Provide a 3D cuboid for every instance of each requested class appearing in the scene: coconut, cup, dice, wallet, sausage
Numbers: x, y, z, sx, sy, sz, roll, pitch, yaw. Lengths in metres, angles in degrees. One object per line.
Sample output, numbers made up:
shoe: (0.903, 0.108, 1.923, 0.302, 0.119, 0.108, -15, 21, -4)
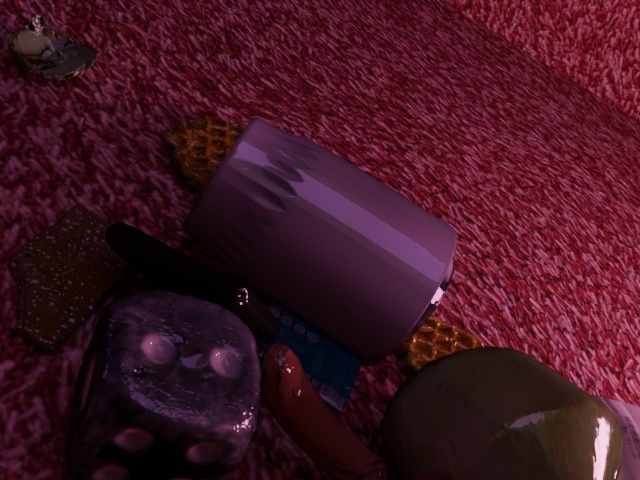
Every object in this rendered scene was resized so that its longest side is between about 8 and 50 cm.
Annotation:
coconut: (0.247, 0.295, 1.005, 0.328, 0.281, 0.328, 43, -1, 1)
cup: (0.000, 0.000, 1.142, 0.371, 0.253, 0.253, 33, 36, -6)
dice: (-0.181, 0.179, 0.862, 0.183, 0.182, 0.181, 17, 42, -23)
wallet: (-0.168, 0.055, 0.993, 0.250, 0.149, 0.044, 22, 69, 31)
sausage: (0.007, 0.242, 0.945, 0.304, 0.078, 0.078, 53, 29, -27)
coconut: (-0.464, -0.323, 1.287, 0.158, 0.055, 0.133, -7, 53, -45)

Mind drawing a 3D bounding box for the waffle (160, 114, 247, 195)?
waffle: (-0.152, -0.139, 1.340, 0.243, 0.059, 0.238, 46, 36, 14)

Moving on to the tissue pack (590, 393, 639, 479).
tissue pack: (0.502, 0.439, 1.121, 0.266, 0.194, 0.356, 18, 40, -14)

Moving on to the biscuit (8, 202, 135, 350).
biscuit: (-0.341, 0.045, 1.010, 0.131, 0.026, 0.237, 34, 37, -1)

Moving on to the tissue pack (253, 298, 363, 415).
tissue pack: (-0.040, 0.178, 1.062, 0.169, 0.082, 0.120, 34, 36, -3)

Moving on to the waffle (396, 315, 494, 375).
waffle: (0.215, 0.211, 1.257, 0.211, 0.055, 0.160, 29, 36, -12)
